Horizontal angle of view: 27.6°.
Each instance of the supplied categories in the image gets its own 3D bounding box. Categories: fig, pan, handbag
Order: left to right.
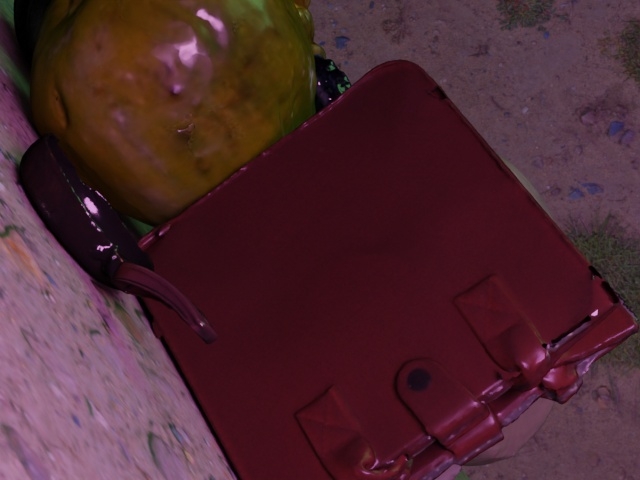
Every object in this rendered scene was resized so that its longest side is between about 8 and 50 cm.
[{"bbox_3d":[-0.125,0.010,0.805,0.212,0.040,0.115,45,-4,43],"label":"pan"},{"bbox_3d":[-0.078,-0.096,0.996,0.314,0.233,0.233,46,3,-7],"label":"fig"},{"bbox_3d":[0.030,0.036,0.854,0.275,0.260,0.084,57,2,40],"label":"handbag"}]

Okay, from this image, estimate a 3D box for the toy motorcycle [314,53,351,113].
[{"bbox_3d":[0.000,0.000,1.304,0.237,0.169,0.410,56,-24,19],"label":"toy motorcycle"}]

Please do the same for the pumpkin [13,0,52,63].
[{"bbox_3d":[-0.157,-0.197,1.202,0.250,0.216,0.250,23,19,-8],"label":"pumpkin"}]

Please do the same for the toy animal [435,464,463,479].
[{"bbox_3d":[0.021,0.122,0.978,0.193,0.127,0.178,53,0,35],"label":"toy animal"}]

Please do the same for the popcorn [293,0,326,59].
[{"bbox_3d":[-0.147,-0.262,1.657,0.321,0.290,0.325,52,20,-81],"label":"popcorn"}]

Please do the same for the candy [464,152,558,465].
[{"bbox_3d":[0.110,0.047,1.475,0.427,0.186,0.386,24,-57,42],"label":"candy"}]
